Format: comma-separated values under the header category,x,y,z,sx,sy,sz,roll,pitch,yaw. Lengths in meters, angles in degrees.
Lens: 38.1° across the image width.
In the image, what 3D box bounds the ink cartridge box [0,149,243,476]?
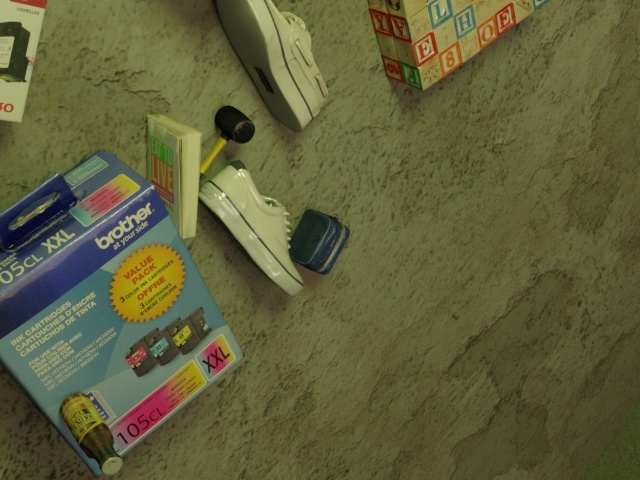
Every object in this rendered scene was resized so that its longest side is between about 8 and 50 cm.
category,x,y,z,sx,sy,sz,roll,pitch,yaw
ink cartridge box,-0.299,0.075,1.195,0.270,0.151,0.396,-39,132,-19

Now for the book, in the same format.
category,x,y,z,sx,sy,sz,roll,pitch,yaw
book,-0.198,-0.086,1.228,0.035,0.096,0.144,-16,122,-36

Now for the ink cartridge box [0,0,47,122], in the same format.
category,x,y,z,sx,sy,sz,roll,pitch,yaw
ink cartridge box,-0.378,-0.225,1.007,0.127,0.072,0.175,2,111,-43

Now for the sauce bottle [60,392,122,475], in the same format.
category,x,y,z,sx,sy,sz,roll,pitch,yaw
sauce bottle,-0.272,0.231,1.107,0.042,0.128,0.042,-18,123,-29

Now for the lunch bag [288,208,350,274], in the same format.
category,x,y,z,sx,sy,sz,roll,pitch,yaw
lunch bag,0.000,0.000,1.472,0.065,0.067,0.098,30,90,-47

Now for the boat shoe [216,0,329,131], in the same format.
category,x,y,z,sx,sy,sz,roll,pitch,yaw
boat shoe,-0.054,-0.265,1.260,0.088,0.096,0.268,-47,137,-17

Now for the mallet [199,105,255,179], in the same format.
category,x,y,z,sx,sy,sz,roll,pitch,yaw
mallet,-0.167,-0.107,1.294,0.190,0.062,0.039,-48,134,11

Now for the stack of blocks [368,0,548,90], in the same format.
category,x,y,z,sx,sy,sz,roll,pitch,yaw
stack of blocks,0.219,-0.388,1.436,0.297,0.087,0.171,-37,132,-21

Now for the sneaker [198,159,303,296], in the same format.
category,x,y,z,sx,sy,sz,roll,pitch,yaw
sneaker,-0.080,-0.013,1.375,0.091,0.094,0.258,-44,134,-8
